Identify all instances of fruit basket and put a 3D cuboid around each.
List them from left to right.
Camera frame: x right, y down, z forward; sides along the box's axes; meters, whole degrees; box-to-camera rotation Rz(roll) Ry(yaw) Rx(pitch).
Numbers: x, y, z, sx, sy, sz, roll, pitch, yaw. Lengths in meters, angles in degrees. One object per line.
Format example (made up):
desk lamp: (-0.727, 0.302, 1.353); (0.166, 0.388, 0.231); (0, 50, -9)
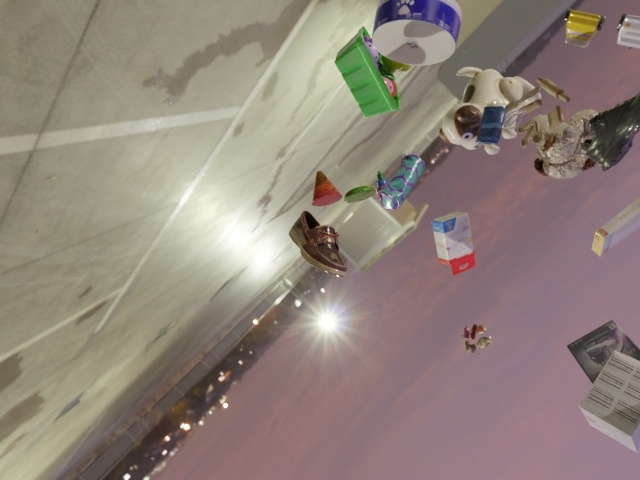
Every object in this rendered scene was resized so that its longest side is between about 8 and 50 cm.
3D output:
fruit basket: (0.293, -0.790, 2.159); (0.392, 0.391, 0.283); (-47, -163, 32)

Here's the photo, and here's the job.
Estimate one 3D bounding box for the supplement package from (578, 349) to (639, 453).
supplement package: (0.892, 0.469, 1.405); (0.203, 0.194, 0.149); (-52, -138, -9)

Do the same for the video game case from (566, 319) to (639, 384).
video game case: (1.031, 0.413, 1.736); (0.196, 0.026, 0.274); (-38, -168, 17)

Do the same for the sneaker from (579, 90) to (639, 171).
sneaker: (0.816, -0.327, 1.315); (0.109, 0.130, 0.287); (-24, 148, -33)

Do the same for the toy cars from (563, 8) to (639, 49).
toy cars: (0.784, -0.569, 1.319); (0.394, 0.176, 0.087); (-112, -149, -60)

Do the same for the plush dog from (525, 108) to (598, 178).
plush dog: (0.862, -0.314, 1.715); (0.262, 0.225, 0.211); (3, -130, 45)

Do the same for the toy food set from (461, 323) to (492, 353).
toy food set: (0.419, 0.265, 1.321); (0.019, 0.078, 0.122); (2, 148, -19)

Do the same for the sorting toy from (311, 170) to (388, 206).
sorting toy: (0.117, -0.221, 1.870); (0.365, 0.126, 0.127); (-9, 166, -28)

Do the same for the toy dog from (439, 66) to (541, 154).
toy dog: (0.716, -0.575, 2.145); (0.408, 0.395, 0.284); (-45, -171, -25)

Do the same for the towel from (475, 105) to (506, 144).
towel: (0.505, -0.341, 1.424); (0.029, 0.067, 0.120); (30, 74, -51)

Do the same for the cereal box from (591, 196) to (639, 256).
cereal box: (1.085, -0.059, 1.719); (0.240, 0.047, 0.173); (-38, 146, 4)

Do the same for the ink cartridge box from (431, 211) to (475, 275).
ink cartridge box: (0.545, 0.012, 1.963); (0.134, 0.231, 0.078); (-19, -165, -22)

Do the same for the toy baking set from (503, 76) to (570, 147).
toy baking set: (0.655, -0.405, 1.493); (0.197, 0.030, 0.256); (-58, -151, 34)

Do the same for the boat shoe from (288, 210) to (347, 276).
boat shoe: (0.000, 0.000, 1.631); (0.123, 0.123, 0.342); (-63, -147, 15)

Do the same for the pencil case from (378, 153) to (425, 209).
pencil case: (0.213, -0.156, 1.270); (0.152, 0.070, 0.064); (-54, 166, -20)

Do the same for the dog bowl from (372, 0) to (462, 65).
dog bowl: (0.294, -0.653, 1.487); (0.265, 0.264, 0.105); (119, -17, -83)
